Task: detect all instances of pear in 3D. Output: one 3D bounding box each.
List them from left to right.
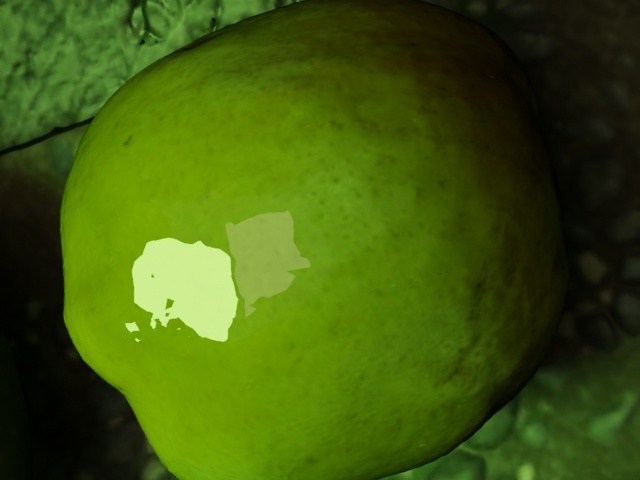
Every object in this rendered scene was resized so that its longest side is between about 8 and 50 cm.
[{"bbox_3d":[0.000,0.000,0.739,0.200,0.200,0.200,1,93,21],"label":"pear"}]

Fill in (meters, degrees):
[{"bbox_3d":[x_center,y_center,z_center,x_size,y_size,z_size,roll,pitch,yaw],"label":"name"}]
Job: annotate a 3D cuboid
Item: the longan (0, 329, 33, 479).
[{"bbox_3d":[-0.219,0.084,0.830,0.212,0.198,0.198,46,107,8],"label":"longan"}]
